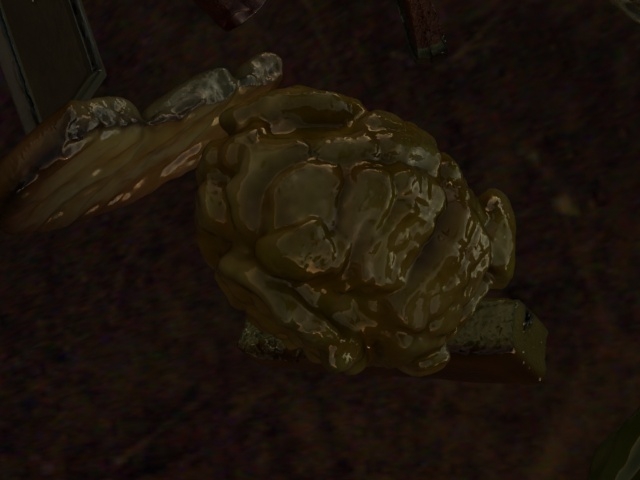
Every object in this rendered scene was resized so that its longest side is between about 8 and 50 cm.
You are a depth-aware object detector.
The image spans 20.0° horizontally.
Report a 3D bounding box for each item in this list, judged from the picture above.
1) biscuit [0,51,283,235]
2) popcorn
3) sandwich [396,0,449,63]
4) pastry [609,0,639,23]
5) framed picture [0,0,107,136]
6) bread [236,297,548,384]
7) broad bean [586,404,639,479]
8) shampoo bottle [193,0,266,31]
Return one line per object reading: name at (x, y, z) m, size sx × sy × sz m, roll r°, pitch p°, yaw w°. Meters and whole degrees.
biscuit at (-0.155, -0.077, 1.481) m, size 0.045 × 0.154 × 0.299 m, roll 51°, pitch 37°, yaw 14°
popcorn at (0.017, 0.006, 0.989) m, size 0.163 × 0.194 × 0.140 m, roll 21°, pitch 73°, yaw 17°
sandwich at (0.070, -0.173, 1.340) m, size 0.026 × 0.069 × 0.101 m, roll -16°, pitch 78°, yaw 1°
pastry at (0.257, -0.232, 0.927) m, size 0.170 × 0.236 × 0.256 m, roll -23°, pitch 113°, yaw -52°
framed picture at (-0.269, -0.251, 1.612) m, size 0.024 × 0.232 × 0.315 m, roll -12°, pitch 111°, yaw 11°
bread at (0.045, 0.068, 1.286) m, size 0.088 × 0.226 × 0.049 m, roll 37°, pitch 58°, yaw -61°
broad bean at (0.248, 0.205, 0.968) m, size 0.238 × 0.119 × 0.291 m, roll -10°, pitch 92°, yaw -10°
shampoo bottle at (-0.148, -0.276, 1.467) m, size 0.260 × 0.064 × 0.102 m, roll 43°, pitch 32°, yaw -21°
